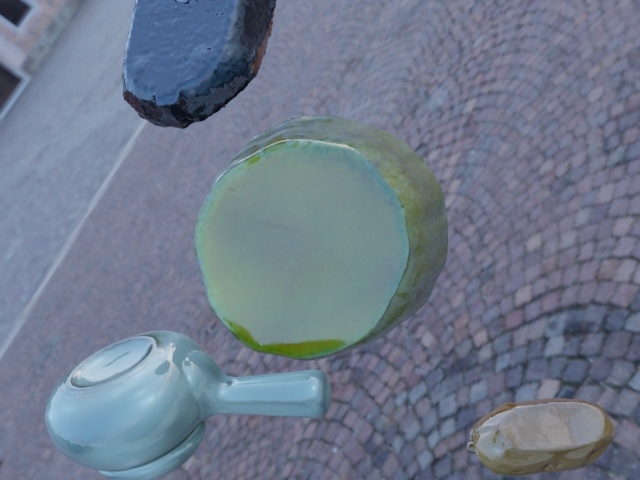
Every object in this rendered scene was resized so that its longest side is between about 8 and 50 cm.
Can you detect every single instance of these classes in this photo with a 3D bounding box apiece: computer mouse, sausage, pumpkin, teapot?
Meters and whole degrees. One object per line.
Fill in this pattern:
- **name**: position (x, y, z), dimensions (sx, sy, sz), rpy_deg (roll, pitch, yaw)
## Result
- **computer mouse**: position (-0.139, -0.270, 1.155), dimensions (0.183, 0.116, 0.323), rpy_deg (-7, 60, 27)
- **sausage**: position (0.357, 0.320, 1.546), dimensions (0.136, 0.241, 0.120), rpy_deg (111, 154, -60)
- **pumpkin**: position (0.000, 0.000, 1.215), dimensions (0.332, 0.332, 0.199), rpy_deg (-51, -1, 8)
- **teapot**: position (-0.170, 0.197, 1.113), dimensions (0.318, 0.149, 0.220), rpy_deg (-6, 26, 36)
